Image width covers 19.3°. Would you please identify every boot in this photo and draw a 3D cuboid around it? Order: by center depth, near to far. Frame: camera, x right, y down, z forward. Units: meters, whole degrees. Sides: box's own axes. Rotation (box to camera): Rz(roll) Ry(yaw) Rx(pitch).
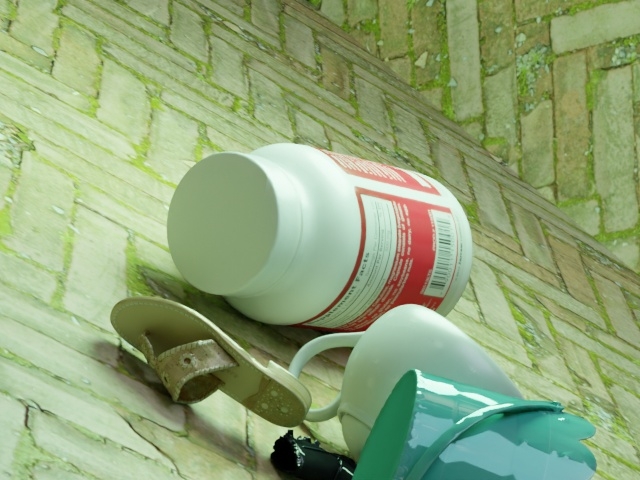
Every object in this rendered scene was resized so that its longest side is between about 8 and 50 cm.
[{"bbox_3d":[0.007,0.252,2.016,0.099,0.045,0.121,25,11,-34],"label":"boot"}]

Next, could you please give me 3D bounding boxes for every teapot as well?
[{"bbox_3d":[0.105,0.206,2.114,0.252,0.187,0.256,50,-13,-10],"label":"teapot"}]

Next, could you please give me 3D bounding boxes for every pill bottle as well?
[{"bbox_3d":[0.000,0.000,2.395,0.229,0.229,0.408,44,19,32],"label":"pill bottle"}]

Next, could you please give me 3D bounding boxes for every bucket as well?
[{"bbox_3d":[0.128,0.266,1.813,0.183,0.281,0.281,21,18,-5],"label":"bucket"}]

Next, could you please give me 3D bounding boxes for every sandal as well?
[{"bbox_3d":[-0.127,0.143,2.007,0.240,0.088,0.079,28,38,0],"label":"sandal"}]
